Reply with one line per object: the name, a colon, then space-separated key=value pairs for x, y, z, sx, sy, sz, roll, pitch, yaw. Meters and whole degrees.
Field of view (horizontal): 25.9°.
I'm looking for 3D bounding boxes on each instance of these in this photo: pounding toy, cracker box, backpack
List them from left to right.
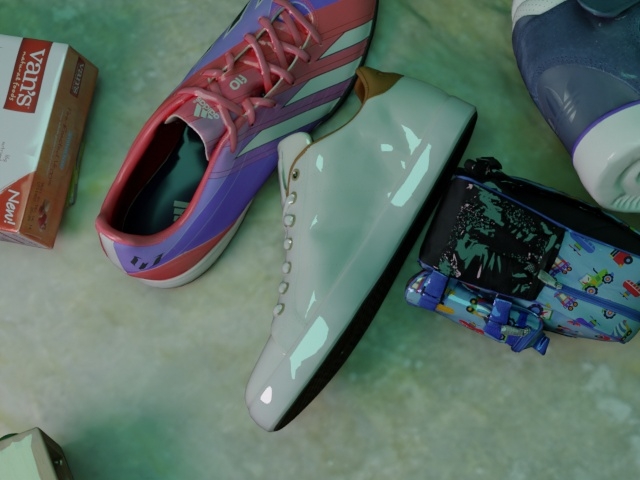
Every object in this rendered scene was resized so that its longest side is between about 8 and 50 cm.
cracker box: x=-0.310 y=-0.091 z=1.121 sx=0.232 sy=0.067 sz=0.156 roll=10 pitch=80 yaw=16
pounding toy: x=-0.233 y=0.202 z=1.034 sx=0.100 sy=0.130 sz=0.141 roll=-22 pitch=76 yaw=-8
backpack: x=0.158 y=0.023 z=0.988 sx=0.173 sy=0.158 sz=0.117 roll=23 pitch=92 yaw=1

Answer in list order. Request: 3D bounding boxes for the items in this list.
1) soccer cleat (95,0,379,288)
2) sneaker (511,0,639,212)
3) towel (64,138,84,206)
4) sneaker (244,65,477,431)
soccer cleat: x=-0.060 y=-0.107 z=1.063 sx=0.108 sy=0.116 sz=0.318 roll=34 pitch=86 yaw=14
sneaker: x=0.296 y=-0.145 z=1.007 sx=0.322 sy=0.130 sz=0.236 roll=-6 pitch=54 yaw=-14
towel: x=-0.236 y=-0.058 z=1.139 sx=0.083 sy=0.009 sz=0.060 roll=2 pitch=80 yaw=11
sneaker: x=0.000 y=0.000 z=1.040 sx=0.123 sy=0.106 sz=0.290 roll=28 pitch=73 yaw=8
